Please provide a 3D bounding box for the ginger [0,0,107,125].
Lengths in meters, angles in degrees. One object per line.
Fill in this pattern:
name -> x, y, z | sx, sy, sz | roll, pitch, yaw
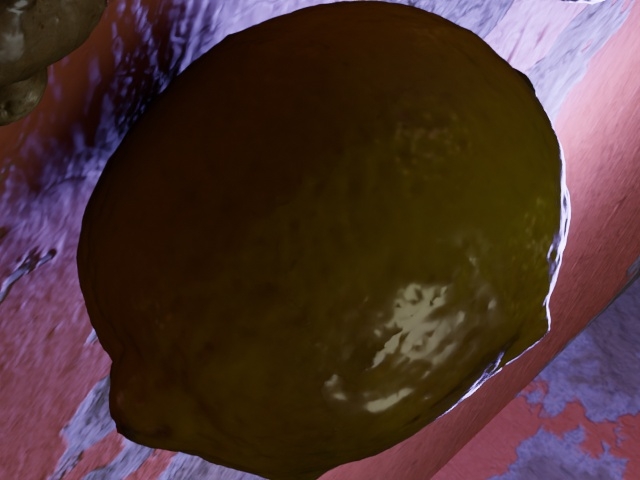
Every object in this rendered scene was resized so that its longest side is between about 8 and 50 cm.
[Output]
ginger -> -0.136, -0.088, 0.707 | 0.176, 0.052, 0.193 | -18, 165, -40

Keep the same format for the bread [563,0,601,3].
bread -> 0.104, -0.227, 0.808 | 0.268, 0.146, 0.268 | -58, 164, -27

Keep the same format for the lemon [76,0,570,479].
lemon -> 0.000, 0.000, 0.998 | 0.288, 0.233, 0.233 | -44, 165, -13
